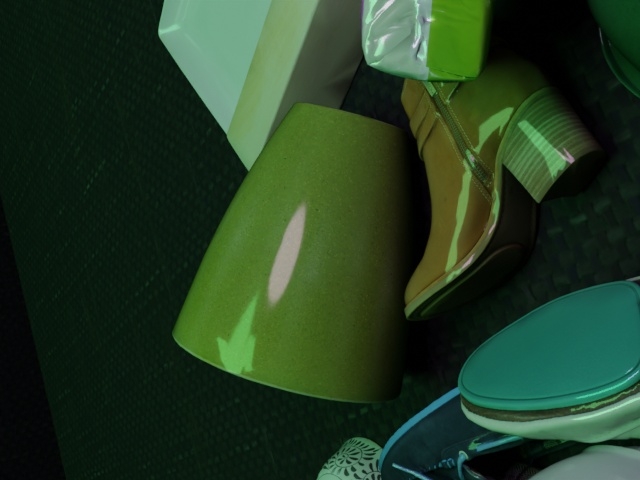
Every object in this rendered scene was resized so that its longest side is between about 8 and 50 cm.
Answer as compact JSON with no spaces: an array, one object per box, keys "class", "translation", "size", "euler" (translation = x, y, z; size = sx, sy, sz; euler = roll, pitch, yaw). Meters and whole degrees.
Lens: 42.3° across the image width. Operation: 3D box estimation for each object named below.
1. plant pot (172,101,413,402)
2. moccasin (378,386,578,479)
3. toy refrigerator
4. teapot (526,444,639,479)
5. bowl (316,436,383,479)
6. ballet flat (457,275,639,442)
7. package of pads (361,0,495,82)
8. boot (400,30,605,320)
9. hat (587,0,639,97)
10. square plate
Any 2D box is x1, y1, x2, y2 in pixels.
[{"class":"plant pot","translation":[0.000,0.000,0.959],"size":[0.275,0.275,0.293],"euler":[21,97,51]},{"class":"moccasin","translation":[0.167,0.210,0.830],"size":[0.342,0.138,0.117],"euler":[-55,45,45]},{"class":"toy refrigerator","translation":[-0.027,-0.216,1.054],"size":[0.094,0.102,0.269],"euler":[56,138,32]},{"class":"teapot","translation":[0.258,0.246,0.652],"size":[0.256,0.187,0.252],"euler":[11,150,42]},{"class":"bowl","translation":[0.039,0.354,1.095],"size":[0.170,0.080,0.170],"euler":[15,108,54]},{"class":"ballet flat","translation":[0.282,0.080,0.615],"size":[0.400,0.139,0.139],"euler":[-36,67,39]},{"class":"package of pads","translation":[0.098,-0.280,0.659],"size":[0.101,0.229,0.296],"euler":[6,104,9]},{"class":"boot","translation":[0.131,-0.072,0.849],"size":[0.220,0.109,0.283],"euler":[57,136,29]},{"class":"hat","translation":[0.227,-0.193,0.624],"size":[0.208,0.184,0.173],"euler":[58,137,30]},{"class":"square plate","translation":[-0.122,-0.358,1.206],"size":[0.344,0.049,0.347],"euler":[54,137,33]}]
